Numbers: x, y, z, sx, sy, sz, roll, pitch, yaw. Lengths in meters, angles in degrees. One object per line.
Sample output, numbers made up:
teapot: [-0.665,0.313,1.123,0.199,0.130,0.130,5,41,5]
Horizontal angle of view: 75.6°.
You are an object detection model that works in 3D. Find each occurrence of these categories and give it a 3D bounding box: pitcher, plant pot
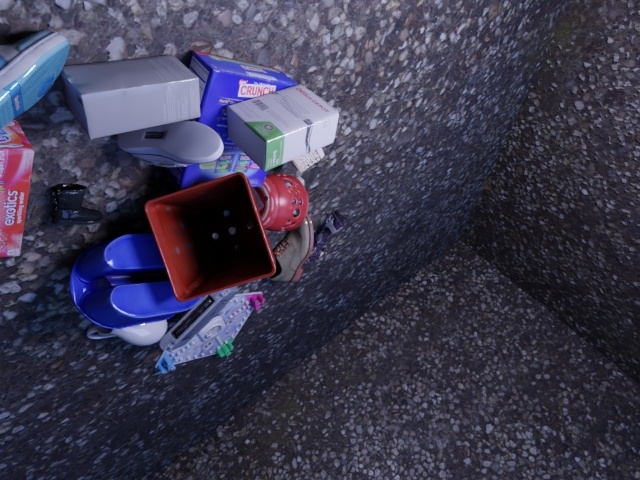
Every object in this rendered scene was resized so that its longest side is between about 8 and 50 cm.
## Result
pitcher: [-0.630,0.286,1.352,0.177,0.126,0.207,-27,151,21]
plant pot: [-0.162,-0.119,1.326,0.174,0.191,0.191,-10,137,-55]
plant pot: [-0.268,-0.018,1.133,0.267,0.267,0.236,-17,-175,4]

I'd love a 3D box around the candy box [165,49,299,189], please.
candy box: [-0.232,-0.297,1.076,0.268,0.122,0.317,-10,138,-46]

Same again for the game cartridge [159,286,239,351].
game cartridge: [-0.426,0.267,1.479,0.297,0.062,0.198,-45,179,-3]

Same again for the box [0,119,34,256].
box: [-0.646,-0.096,0.782,0.128,0.122,0.257,-6,134,-49]

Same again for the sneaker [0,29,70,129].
sneaker: [-0.571,-0.282,0.641,0.127,0.208,0.319,-28,-148,50]

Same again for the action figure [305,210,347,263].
action figure: [0.000,0.000,1.834,0.285,0.099,0.185,-49,160,16]

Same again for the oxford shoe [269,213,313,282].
oxford shoe: [-0.122,0.042,1.696,0.130,0.123,0.349,-2,125,-30]

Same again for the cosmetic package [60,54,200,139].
cosmetic package: [-0.386,-0.303,0.854,0.237,0.127,0.107,-25,147,-30]

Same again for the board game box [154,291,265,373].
board game box: [-0.462,0.392,1.779,0.389,0.050,0.390,2,127,-55]

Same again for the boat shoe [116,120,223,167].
boat shoe: [-0.332,-0.207,0.940,0.088,0.267,0.096,58,39,-65]

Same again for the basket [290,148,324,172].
basket: [-0.076,-0.307,1.289,0.103,0.113,0.167,-40,153,-1]

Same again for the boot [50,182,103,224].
boot: [-0.575,-0.087,0.981,0.121,0.045,0.099,-8,133,-48]

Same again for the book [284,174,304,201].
book: [-0.125,-0.164,1.502,0.144,0.035,0.096,-34,154,-20]

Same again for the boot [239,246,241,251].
boot: [-0.295,0.049,1.530,0.198,0.076,0.137,-48,151,-23]

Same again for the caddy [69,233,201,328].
caddy: [-0.495,0.108,1.142,0.179,0.242,0.341,-19,169,35]

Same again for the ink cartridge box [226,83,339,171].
ink cartridge box: [-0.089,-0.277,0.993,0.219,0.160,0.093,-29,149,-30]
